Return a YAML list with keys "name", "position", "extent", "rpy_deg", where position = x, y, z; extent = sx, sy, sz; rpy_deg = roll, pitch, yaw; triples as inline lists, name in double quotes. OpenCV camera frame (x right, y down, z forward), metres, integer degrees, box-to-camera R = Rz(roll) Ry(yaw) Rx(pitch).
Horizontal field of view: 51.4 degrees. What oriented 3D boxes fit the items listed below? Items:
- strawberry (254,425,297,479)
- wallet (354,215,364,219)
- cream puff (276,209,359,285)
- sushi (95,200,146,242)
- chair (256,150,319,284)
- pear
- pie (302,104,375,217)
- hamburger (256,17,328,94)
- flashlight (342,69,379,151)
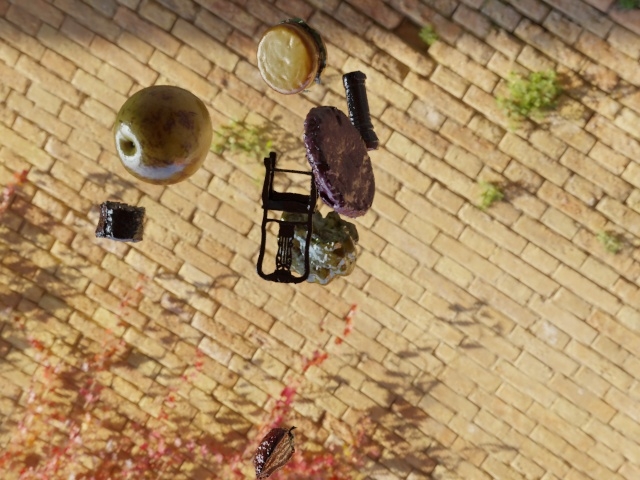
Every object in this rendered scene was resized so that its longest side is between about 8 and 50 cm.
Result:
- name: "strawberry"
  position: [-0.153, 0.685, 2.180]
  extent: [0.085, 0.192, 0.140]
  rpy_deg: [19, 169, 36]
- name: "wallet"
  position: [0.052, -0.122, 1.194]
  extent: [0.155, 0.039, 0.110]
  rpy_deg: [-90, -11, -48]
- name: "cream puff"
  position: [-0.002, 0.005, 1.651]
  extent: [0.221, 0.195, 0.194]
  rpy_deg: [32, -170, 10]
- name: "sushi"
  position: [-0.396, -0.038, 1.323]
  extent: [0.090, 0.078, 0.150]
  rpy_deg: [7, 179, -25]
- name: "chair"
  position: [-0.059, -0.044, 1.245]
  extent: [0.106, 0.229, 0.113]
  rpy_deg: [7, -168, 2]
- name: "pear"
  position: [-0.426, -0.292, 1.826]
  extent: [0.280, 0.281, 0.281]
  rpy_deg: [31, -170, -6]
- name: "pie"
  position: [0.026, -0.102, 0.859]
  extent: [0.154, 0.036, 0.155]
  rpy_deg: [34, -132, -49]
- name: "hamburger"
  position: [-0.077, -0.594, 2.152]
  extent: [0.246, 0.246, 0.170]
  rpy_deg: [35, -144, 14]
- name: "flashlight"
  position: [0.107, -0.365, 1.899]
  extent: [0.093, 0.232, 0.093]
  rpy_deg: [-11, 180, 0]
